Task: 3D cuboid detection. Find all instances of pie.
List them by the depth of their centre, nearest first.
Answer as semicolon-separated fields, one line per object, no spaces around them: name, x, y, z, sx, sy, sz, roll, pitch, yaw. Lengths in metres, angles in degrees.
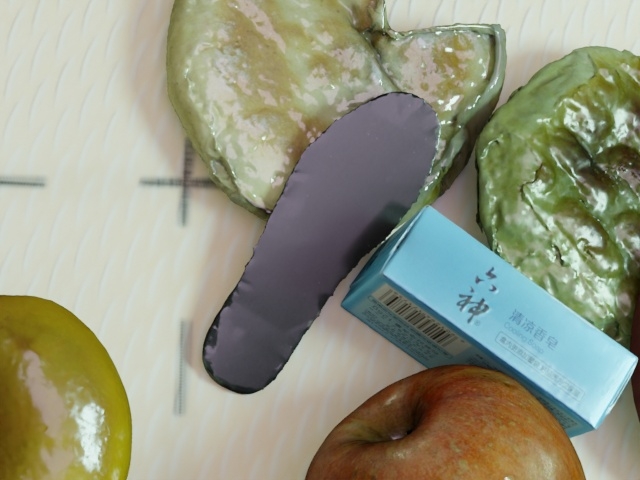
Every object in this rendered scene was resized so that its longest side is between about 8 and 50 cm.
pie;0.004;-0.162;1.623;0.337;0.075;0.338;2;81;-11
pie;0.270;-0.037;1.643;0.306;0.071;0.306;7;73;-24

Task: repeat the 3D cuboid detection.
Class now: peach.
peach;-0.275;0.162;1.436;0.251;0.153;0.251;3;71;-9

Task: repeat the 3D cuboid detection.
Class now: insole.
insole;0.000;0.000;1.568;0.110;0.012;0.309;32;88;-12

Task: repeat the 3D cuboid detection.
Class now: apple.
apple;0.112;0.232;1.463;0.253;0.253;0.254;3;76;-13

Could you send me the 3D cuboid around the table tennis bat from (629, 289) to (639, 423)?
table tennis bat;0.390;0.053;1.624;0.268;0.051;0.415;-6;92;-29

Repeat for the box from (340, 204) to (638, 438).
box;0.144;0.080;1.561;0.232;0.142;0.083;35;70;-4
